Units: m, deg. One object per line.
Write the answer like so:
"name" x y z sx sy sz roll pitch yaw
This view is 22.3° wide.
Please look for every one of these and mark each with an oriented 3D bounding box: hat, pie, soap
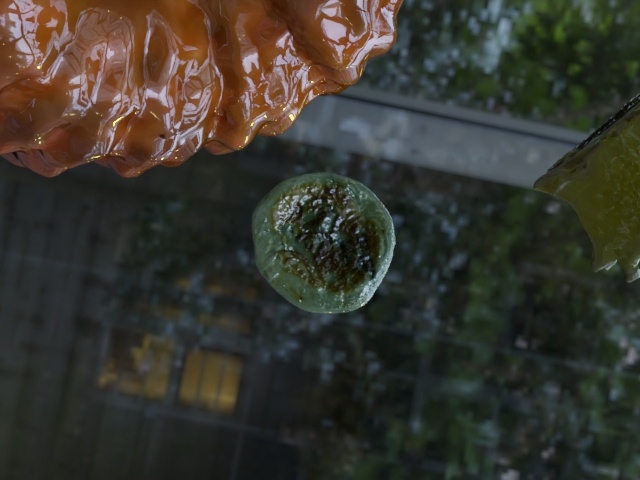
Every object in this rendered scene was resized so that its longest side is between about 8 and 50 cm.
"hat" -0.099 -0.212 0.728 0.400 0.285 0.285 -122 -139 -60
"pie" 0.000 0.000 0.924 0.017 0.085 0.085 119 -18 -83
"soap" 0.230 -0.073 0.927 0.135 0.076 0.233 -36 -179 39
